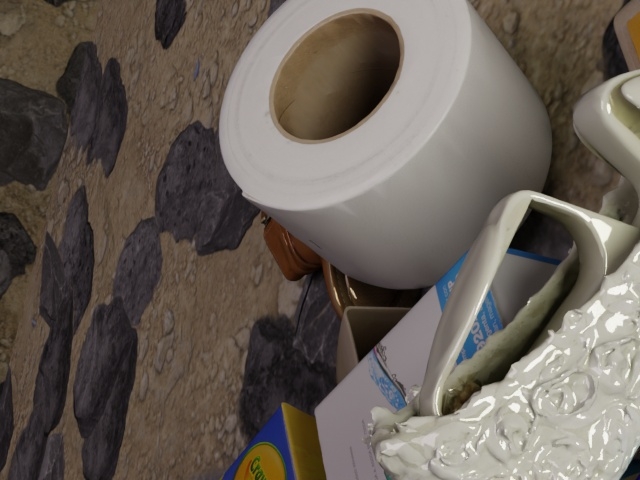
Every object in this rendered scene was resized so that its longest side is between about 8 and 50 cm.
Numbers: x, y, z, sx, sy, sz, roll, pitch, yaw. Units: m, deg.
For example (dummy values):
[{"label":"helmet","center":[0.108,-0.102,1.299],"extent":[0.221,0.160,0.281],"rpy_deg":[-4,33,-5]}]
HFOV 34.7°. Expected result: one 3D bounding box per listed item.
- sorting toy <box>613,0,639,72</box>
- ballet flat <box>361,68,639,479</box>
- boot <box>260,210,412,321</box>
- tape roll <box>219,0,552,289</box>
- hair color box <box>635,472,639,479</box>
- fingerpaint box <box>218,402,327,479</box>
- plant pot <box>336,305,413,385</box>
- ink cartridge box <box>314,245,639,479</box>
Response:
[{"label":"sorting toy","center":[0.293,-0.143,0.713],"extent":[0.193,0.038,0.208],"rpy_deg":[-43,44,47]},{"label":"ballet flat","center":[0.169,-0.007,0.550],"extent":[0.409,0.147,0.147],"rpy_deg":[-53,26,-12]},{"label":"boot","center":[0.000,0.000,1.118],"extent":[0.220,0.109,0.283],"rpy_deg":[-45,49,51]},{"label":"tape roll","center":[0.056,-0.100,0.892],"extent":[0.246,0.169,0.246],"rpy_deg":[-18,55,27]},{"label":"hair color box","center":[0.257,0.147,0.518],"extent":[0.338,0.185,0.110],"rpy_deg":[-67,31,19]},{"label":"fingerpaint box","center":[-0.052,0.415,0.825],"extent":[0.371,0.163,0.445],"rpy_deg":[-51,24,17]},{"label":"plant pot","center":[0.068,0.133,0.953],"extent":[0.096,0.109,0.109],"rpy_deg":[115,151,-46]},{"label":"ink cartridge box","center":[0.132,0.146,0.754],"extent":[0.232,0.171,0.168],"rpy_deg":[-51,39,39]}]
